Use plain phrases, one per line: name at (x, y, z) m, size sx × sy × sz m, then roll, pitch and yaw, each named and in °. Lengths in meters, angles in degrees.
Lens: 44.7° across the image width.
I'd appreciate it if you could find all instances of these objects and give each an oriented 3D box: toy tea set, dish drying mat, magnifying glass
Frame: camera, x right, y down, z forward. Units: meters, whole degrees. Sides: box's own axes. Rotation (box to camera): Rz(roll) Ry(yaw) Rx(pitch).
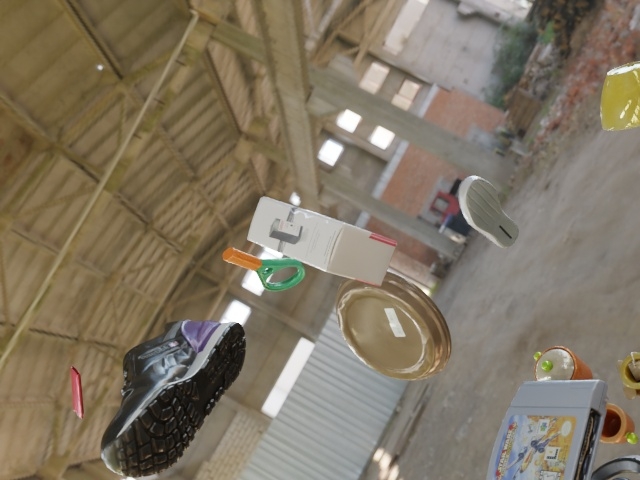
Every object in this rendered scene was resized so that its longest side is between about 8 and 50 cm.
toy tea set at (0.537, 0.292, 1.466) m, size 0.336 × 0.124 × 0.200 m, roll -16°, pitch 58°, yaw 45°
dish drying mat at (-0.395, 0.247, 1.265) m, size 0.008 × 0.032 × 0.083 m, roll -17°, pitch -62°, yaw -39°
magnifying glass at (-0.111, 0.055, 1.544) m, size 0.092 × 0.026 × 0.231 m, roll -36°, pitch -32°, yaw 19°

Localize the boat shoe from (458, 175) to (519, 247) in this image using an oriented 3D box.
boat shoe at (0.311, -0.056, 1.529) m, size 0.083 × 0.076 × 0.226 m, roll -51°, pitch -45°, yaw -8°

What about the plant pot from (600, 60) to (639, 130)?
plant pot at (0.572, -0.271, 1.425) m, size 0.134 × 0.095 × 0.134 m, roll -20°, pitch 15°, yaw 6°

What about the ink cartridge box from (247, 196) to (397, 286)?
ink cartridge box at (0.000, 0.000, 1.395) m, size 0.158 × 0.218 × 0.092 m, roll 18°, pitch -87°, yaw -46°

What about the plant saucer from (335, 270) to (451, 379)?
plant saucer at (0.141, 0.186, 1.629) m, size 0.041 × 0.278 × 0.278 m, roll -41°, pitch -20°, yaw -42°

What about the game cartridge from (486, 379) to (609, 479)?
game cartridge at (0.391, 0.386, 1.380) m, size 0.198 × 0.062 × 0.297 m, roll -13°, pitch 47°, yaw 52°

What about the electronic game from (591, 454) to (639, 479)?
electronic game at (0.695, 0.595, 1.812) m, size 0.229 × 0.048 × 0.229 m, roll -40°, pitch 15°, yaw 13°

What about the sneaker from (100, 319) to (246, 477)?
sneaker at (-0.209, 0.192, 0.984) m, size 0.283 × 0.124 × 0.107 m, roll -45°, pitch -42°, yaw -60°
